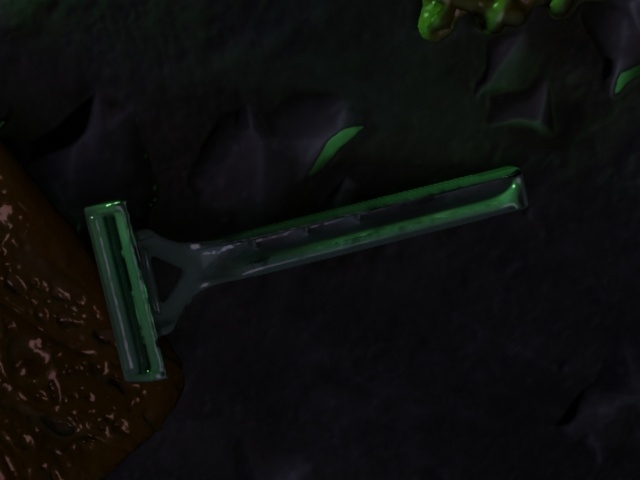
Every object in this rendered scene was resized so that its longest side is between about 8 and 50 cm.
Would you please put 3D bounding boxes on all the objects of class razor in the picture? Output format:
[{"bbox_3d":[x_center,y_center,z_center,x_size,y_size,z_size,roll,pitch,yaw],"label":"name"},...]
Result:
[{"bbox_3d":[-0.002,-0.001,1.043,0.277,0.056,0.111,-15,98,-17],"label":"razor"}]

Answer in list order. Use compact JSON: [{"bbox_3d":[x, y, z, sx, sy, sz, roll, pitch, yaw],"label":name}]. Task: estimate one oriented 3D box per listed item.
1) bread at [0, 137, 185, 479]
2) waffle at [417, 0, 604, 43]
[{"bbox_3d":[-0.249,0.009,0.991,0.185,0.109,0.380,-45,114,-23],"label":"bread"},{"bbox_3d":[0.122,-0.226,0.972,0.223,0.054,0.204,-27,114,10],"label":"waffle"}]
